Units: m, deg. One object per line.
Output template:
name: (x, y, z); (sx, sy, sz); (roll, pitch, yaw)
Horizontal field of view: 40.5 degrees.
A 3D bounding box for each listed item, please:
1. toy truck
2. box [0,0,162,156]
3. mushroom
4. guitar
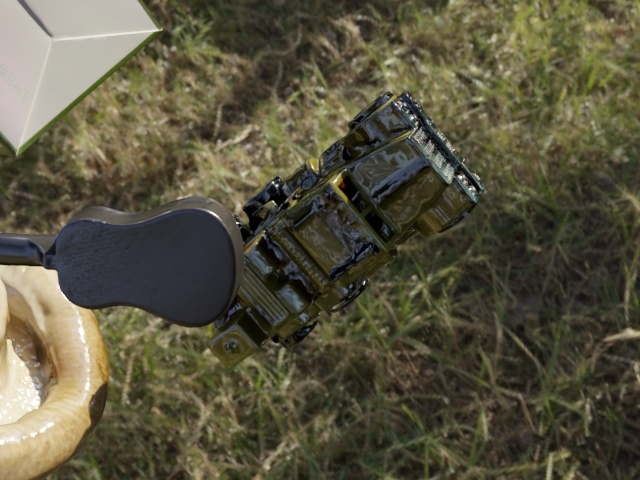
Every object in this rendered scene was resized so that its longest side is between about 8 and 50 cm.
toy truck: (0.003, -0.003, 0.715); (0.257, 0.127, 0.127); (-38, 6, 23)
box: (-0.281, -0.203, 0.743); (0.177, 0.195, 0.148); (-48, 32, -20)
mushroom: (-0.267, 0.115, 0.786); (0.286, 0.151, 0.156); (-97, 27, -45)
guitar: (-0.187, 0.008, 0.574); (0.271, 0.084, 0.038); (3, 16, 4)
